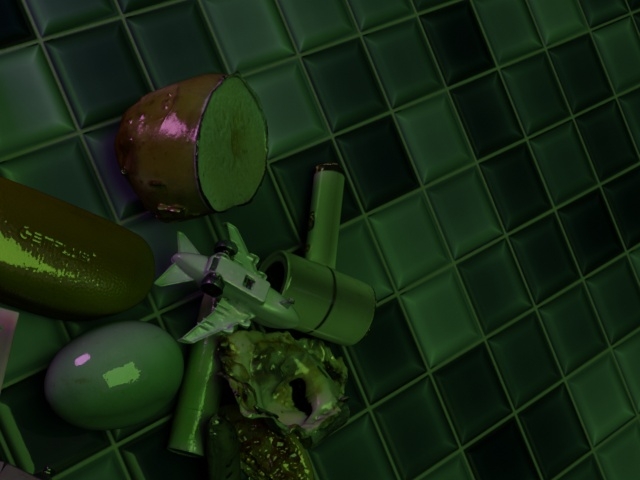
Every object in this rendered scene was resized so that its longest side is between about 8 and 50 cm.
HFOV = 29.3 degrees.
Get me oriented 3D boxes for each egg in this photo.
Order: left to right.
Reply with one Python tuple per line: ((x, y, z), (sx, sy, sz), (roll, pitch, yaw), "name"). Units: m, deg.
((-0.324, 0.213, 1.933), (0.231, 0.168, 0.168), (-17, 90, -34), "egg")

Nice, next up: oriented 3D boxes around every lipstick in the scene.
((-0.193, 0.215, 2.085), (0.076, 0.076, 0.304), (23, 68, -29), "lipstick")

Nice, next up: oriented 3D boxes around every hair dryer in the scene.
((0.000, 0.000, 2.253), (0.203, 0.128, 0.362), (21, 61, -29), "hair dryer")

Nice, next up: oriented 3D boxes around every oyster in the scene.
((-0.064, 0.256, 2.120), (0.354, 0.107, 0.201), (4, 47, -50), "oyster")

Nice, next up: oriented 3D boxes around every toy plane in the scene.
((-0.142, 0.080, 2.044), (0.255, 0.101, 0.251), (26, 53, -11), "toy plane")

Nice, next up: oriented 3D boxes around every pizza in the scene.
((-0.087, 0.368, 2.134), (0.127, 0.058, 0.246), (-41, 101, -34), "pizza")

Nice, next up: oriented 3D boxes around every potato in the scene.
((-0.226, -0.163, 2.084), (0.299, 0.196, 0.246), (-30, 122, -65), "potato")

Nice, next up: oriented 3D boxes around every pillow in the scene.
((-0.159, 0.381, 2.049), (0.093, 0.051, 0.241), (-61, 151, -63), "pillow")

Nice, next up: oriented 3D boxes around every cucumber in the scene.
((0.000, 0.326, 2.207), (0.112, 0.064, 0.064), (-31, 98, -38), "cucumber")

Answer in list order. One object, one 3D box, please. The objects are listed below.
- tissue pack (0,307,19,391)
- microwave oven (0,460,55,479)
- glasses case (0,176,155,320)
((-0.553, 0.211, 1.819), (0.148, 0.092, 0.246), (20, 69, -29), "tissue pack")
((-0.317, 0.517, 1.729), (0.247, 0.333, 0.394), (-57, 133, -23), "microwave oven")
((-0.435, 0.020, 1.915), (0.371, 0.141, 0.173), (24, 68, -29), "glasses case")
